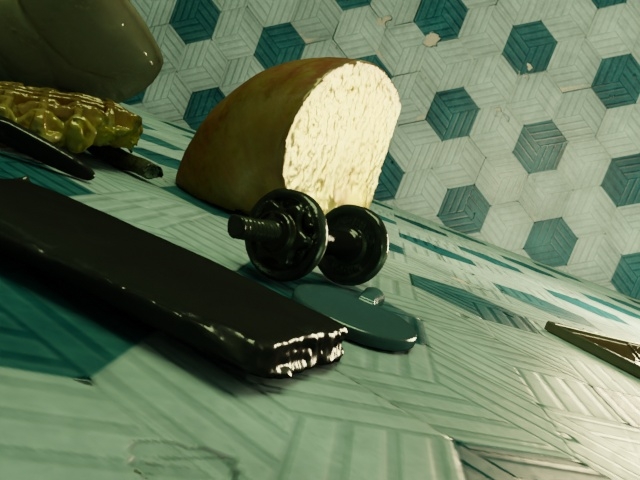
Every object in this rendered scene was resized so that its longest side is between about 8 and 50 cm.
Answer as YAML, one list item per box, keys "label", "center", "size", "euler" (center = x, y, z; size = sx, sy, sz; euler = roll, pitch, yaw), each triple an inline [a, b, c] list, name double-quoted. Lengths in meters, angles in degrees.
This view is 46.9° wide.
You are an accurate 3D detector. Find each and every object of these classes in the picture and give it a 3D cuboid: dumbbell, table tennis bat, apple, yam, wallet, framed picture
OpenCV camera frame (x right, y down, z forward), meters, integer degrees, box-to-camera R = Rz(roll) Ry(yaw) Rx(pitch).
- label: "dumbbell"
  center: [0.000, 0.000, 0.662]
  size: [0.082, 0.081, 0.254]
  euler: [25, 8, 29]
- label: "table tennis bat"
  center: [0.030, 0.056, 0.584]
  size: [0.100, 0.019, 0.155]
  euler: [22, 9, 9]
- label: "apple"
  center: [-0.041, -0.124, 1.039]
  size: [0.309, 0.314, 0.252]
  euler: [10, 55, -59]
- label: "yam"
  center: [-0.252, -0.105, 0.939]
  size: [0.129, 0.027, 0.033]
  euler: [23, -32, 33]
- label: "wallet"
  center: [-0.125, 0.009, 0.439]
  size: [0.285, 0.030, 0.146]
  euler: [22, 4, 19]
- label: "framed picture"
  center: [0.429, 0.160, 0.950]
  size: [0.250, 0.016, 0.184]
  euler: [16, 8, -40]

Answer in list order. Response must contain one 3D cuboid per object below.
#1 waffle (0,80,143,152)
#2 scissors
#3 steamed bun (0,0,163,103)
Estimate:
- label: "waffle"
  center: [-0.315, -0.146, 0.867]
  size: [0.249, 0.056, 0.253]
  euler: [23, 15, 36]
- label: "scissors"
  center: [-0.321, -0.114, 0.715]
  size: [0.220, 0.088, 0.017]
  euler: [30, 25, -20]
- label: "steamed bun"
  center: [-0.423, -0.303, 1.077]
  size: [0.383, 0.236, 0.247]
  euler: [34, -25, 41]
